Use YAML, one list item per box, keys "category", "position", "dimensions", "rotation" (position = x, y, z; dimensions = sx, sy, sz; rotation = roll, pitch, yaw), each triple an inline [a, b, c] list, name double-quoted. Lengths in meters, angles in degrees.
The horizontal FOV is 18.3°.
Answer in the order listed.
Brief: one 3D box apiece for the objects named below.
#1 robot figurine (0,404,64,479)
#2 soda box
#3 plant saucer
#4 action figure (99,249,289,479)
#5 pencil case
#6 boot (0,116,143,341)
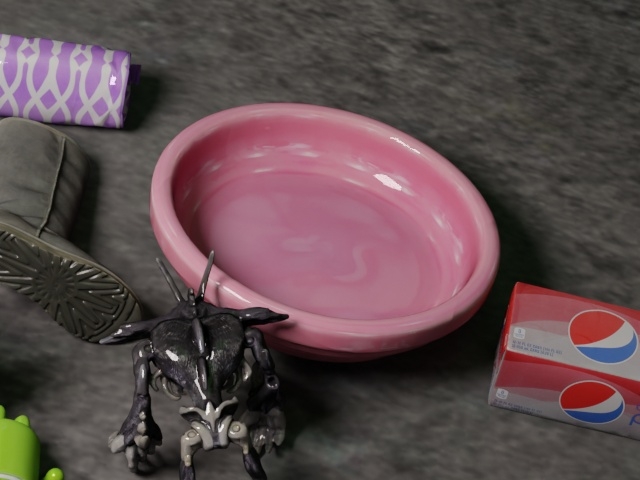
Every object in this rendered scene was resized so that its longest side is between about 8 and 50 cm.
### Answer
- category: "robot figurine"
  position: [-0.268, 0.195, 1.647]
  dimensions: [0.101, 0.067, 0.115]
  rotation: [29, 38, -28]
- category: "soda box"
  position: [0.293, 0.124, 1.821]
  dimensions: [0.263, 0.083, 0.092]
  rotation: [13, 46, 1]
- category: "plant saucer"
  position: [0.000, 0.000, 1.857]
  dimensions: [0.332, 0.084, 0.332]
  rotation: [10, 38, -8]
- category: "action figure"
  position: [-0.099, 0.155, 1.675]
  dimensions: [0.164, 0.141, 0.276]
  rotation: [-4, 64, -13]
- category: "pencil case"
  position: [-0.286, -0.163, 1.978]
  dimensions: [0.206, 0.086, 0.088]
  rotation: [10, 18, -4]
- category: "boot"
  position: [-0.239, -0.013, 1.852]
  dimensions: [0.189, 0.076, 0.208]
  rotation: [37, 20, -18]
